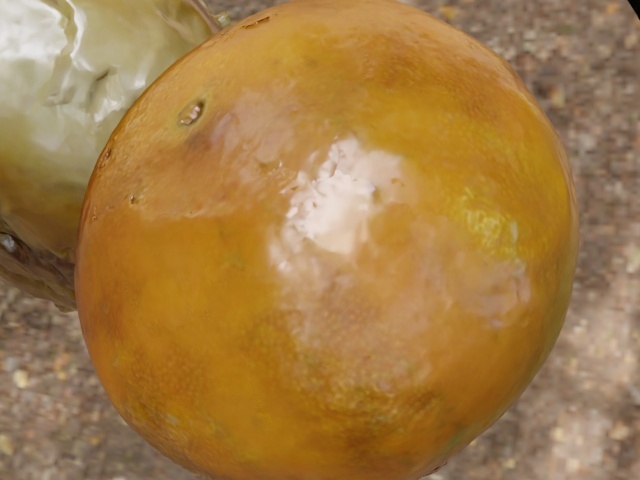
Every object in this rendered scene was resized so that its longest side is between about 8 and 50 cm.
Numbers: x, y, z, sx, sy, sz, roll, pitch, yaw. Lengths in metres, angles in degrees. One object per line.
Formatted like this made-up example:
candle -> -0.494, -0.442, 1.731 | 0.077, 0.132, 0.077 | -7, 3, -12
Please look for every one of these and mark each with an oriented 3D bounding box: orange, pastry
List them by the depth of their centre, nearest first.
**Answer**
orange -> 0.000, 0.000, 0.912 | 0.226, 0.284, 0.284 | 43, 66, -39
pastry -> -0.199, -0.104, 1.246 | 0.409, 0.409, 0.245 | 41, 70, -34

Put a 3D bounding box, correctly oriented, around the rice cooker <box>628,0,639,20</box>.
rice cooker -> 0.178, -0.100, 0.267 | 0.267, 0.224, 0.267 | 1, 85, -14
